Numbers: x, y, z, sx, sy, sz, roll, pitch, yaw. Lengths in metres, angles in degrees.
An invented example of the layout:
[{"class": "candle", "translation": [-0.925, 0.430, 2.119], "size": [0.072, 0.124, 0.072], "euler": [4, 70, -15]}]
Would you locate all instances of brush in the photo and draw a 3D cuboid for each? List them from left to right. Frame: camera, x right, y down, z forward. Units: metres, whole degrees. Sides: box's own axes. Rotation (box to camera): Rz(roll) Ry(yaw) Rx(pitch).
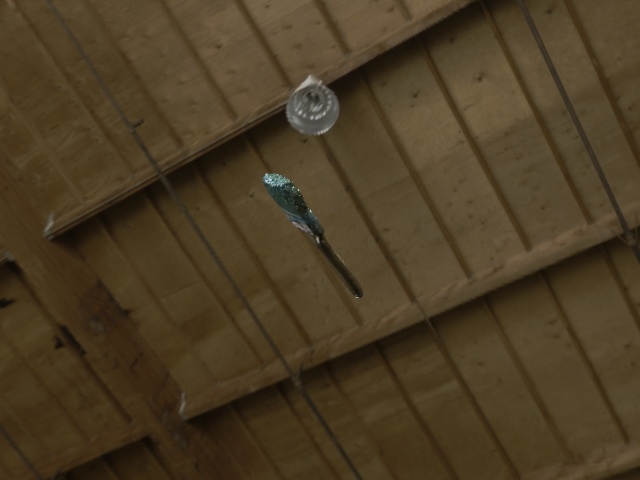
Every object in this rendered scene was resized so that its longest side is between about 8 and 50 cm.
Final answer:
[{"class": "brush", "translation": [0.000, 0.000, 0.891], "size": [0.021, 0.070, 0.196], "euler": [-45, -59, -11]}]
